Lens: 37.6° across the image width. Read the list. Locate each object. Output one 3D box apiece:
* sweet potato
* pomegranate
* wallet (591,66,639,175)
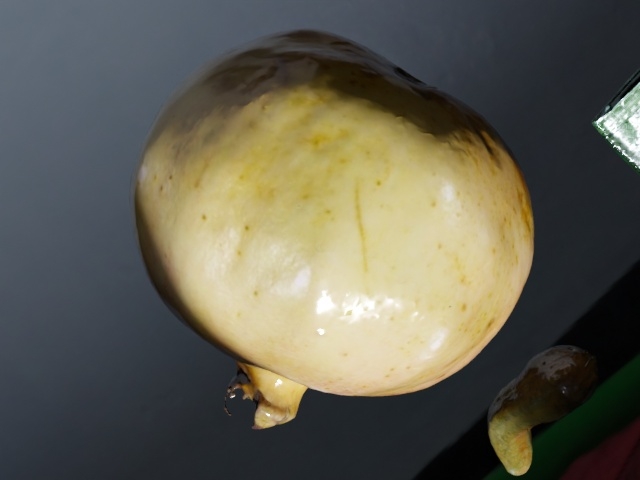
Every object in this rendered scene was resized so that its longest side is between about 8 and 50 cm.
[{"bbox_3d":[0.238,0.193,1.066,0.062,0.081,0.233,-39,159,-39],"label":"sweet potato"},{"bbox_3d":[0.000,0.000,0.794,0.338,0.338,0.338,-41,-172,7],"label":"pomegranate"},{"bbox_3d":[0.377,-0.095,0.869,0.160,0.236,0.055,-47,-159,12],"label":"wallet"}]
